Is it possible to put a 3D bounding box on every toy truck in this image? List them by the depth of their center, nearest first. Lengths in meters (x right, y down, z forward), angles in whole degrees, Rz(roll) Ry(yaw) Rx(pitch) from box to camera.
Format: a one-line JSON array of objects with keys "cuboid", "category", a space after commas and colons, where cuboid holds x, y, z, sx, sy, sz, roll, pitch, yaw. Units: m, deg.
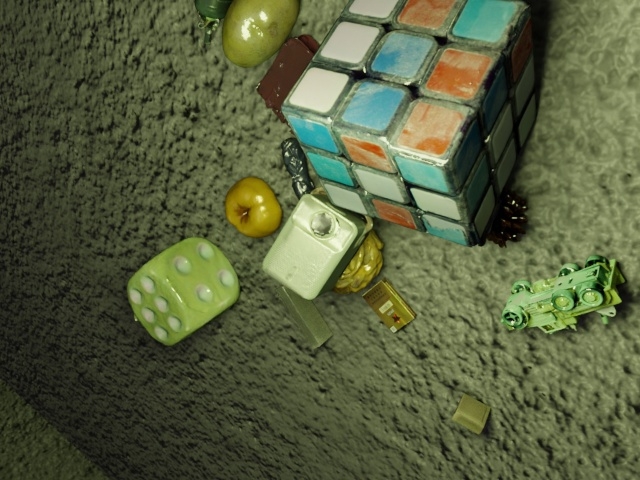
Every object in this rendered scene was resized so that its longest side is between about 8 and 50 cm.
[{"cuboid": [0.527, 0.142, 1.441, 0.259, 0.128, 0.135, -22, 111, 40], "category": "toy truck"}]

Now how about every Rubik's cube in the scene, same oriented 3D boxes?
[{"cuboid": [0.185, -0.241, 1.276, 0.359, 0.362, 0.363, 22, 165, 30], "category": "Rubik's cube"}]

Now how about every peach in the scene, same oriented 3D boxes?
[{"cuboid": [-0.189, -0.088, 1.860, 0.179, 0.103, 0.179, 13, 115, 30], "category": "peach"}]

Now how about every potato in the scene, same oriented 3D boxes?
[{"cuboid": [-0.139, -0.529, 1.575, 0.159, 0.174, 0.251, 34, 114, -27], "category": "potato"}]

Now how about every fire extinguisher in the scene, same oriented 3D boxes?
[{"cuboid": [-0.254, -0.651, 1.640, 0.095, 0.114, 0.311, 6, 127, -17], "category": "fire extinguisher"}]

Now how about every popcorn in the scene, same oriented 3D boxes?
[{"cuboid": [0.036, 0.018, 1.691, 0.250, 0.190, 0.250, 16, 117, 35], "category": "popcorn"}]

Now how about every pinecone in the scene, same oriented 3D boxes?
[{"cuboid": [0.391, -0.053, 1.446, 0.140, 0.140, 0.121, 35, 94, 18], "category": "pinecone"}]

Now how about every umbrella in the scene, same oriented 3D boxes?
[{"cuboid": [-0.054, -0.149, 1.757, 0.071, 0.071, 0.248, 0, 112, 36], "category": "umbrella"}]

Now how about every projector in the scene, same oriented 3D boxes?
[{"cuboid": [0.000, 0.000, 1.515, 0.163, 0.177, 0.242, 35, 100, 10], "category": "projector"}]

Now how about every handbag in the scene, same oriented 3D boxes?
[{"cuboid": [-0.041, -0.372, 1.641, 0.203, 0.074, 0.216, 48, 132, 8], "category": "handbag"}]

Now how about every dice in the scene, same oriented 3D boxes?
[{"cuboid": [-0.419, 0.157, 2.042, 0.252, 0.250, 0.254, 54, 131, 3], "category": "dice"}]

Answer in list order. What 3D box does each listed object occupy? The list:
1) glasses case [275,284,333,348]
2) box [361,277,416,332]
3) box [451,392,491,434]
[{"cuboid": [-0.048, 0.209, 1.917, 0.047, 0.071, 0.205, -31, 92, 44], "category": "glasses case"}, {"cuboid": [0.182, 0.173, 1.765, 0.133, 0.023, 0.090, 49, 132, 7], "category": "box"}, {"cuboid": [0.388, 0.443, 1.702, 0.079, 0.083, 0.035, 27, 125, 14], "category": "box"}]
